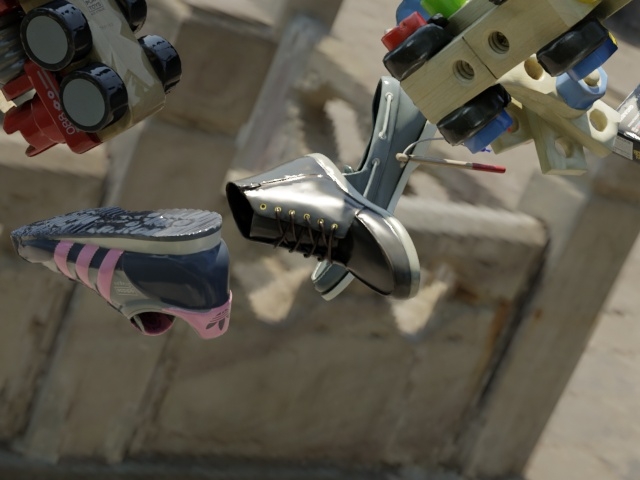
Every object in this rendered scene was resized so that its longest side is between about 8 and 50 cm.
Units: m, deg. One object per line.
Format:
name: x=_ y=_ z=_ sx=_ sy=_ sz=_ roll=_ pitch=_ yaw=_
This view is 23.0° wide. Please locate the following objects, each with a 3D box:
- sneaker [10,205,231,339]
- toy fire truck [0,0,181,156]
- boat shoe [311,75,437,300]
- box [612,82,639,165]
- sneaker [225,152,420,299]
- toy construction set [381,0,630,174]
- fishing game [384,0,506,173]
sneaker: x=-0.215 y=0.037 z=1.652 sx=0.112 sy=0.131 sz=0.319 roll=-23 pitch=18 yaw=-38
toy fire truck: x=-0.271 y=-0.175 z=1.439 sx=0.217 sy=0.246 sz=0.158 roll=60 pitch=35 yaw=-8
boat shoe: x=0.055 y=-0.074 z=2.135 sx=0.099 sy=0.319 sz=0.116 roll=29 pitch=-2 yaw=-13
box: x=0.508 y=-0.173 z=2.085 sx=0.175 sy=0.051 sz=0.220 roll=29 pitch=62 yaw=30
sneaker: x=0.000 y=0.000 z=1.591 sx=0.118 sy=0.083 sz=0.222 roll=-17 pitch=42 yaw=-30
toy construction set: x=0.163 y=-0.155 z=0.968 sx=0.151 sy=0.327 sz=0.215 roll=41 pitch=52 yaw=7
fishing game: x=0.137 y=-0.196 z=1.499 sx=0.189 sy=0.264 sz=0.041 roll=3 pitch=9 yaw=-36
